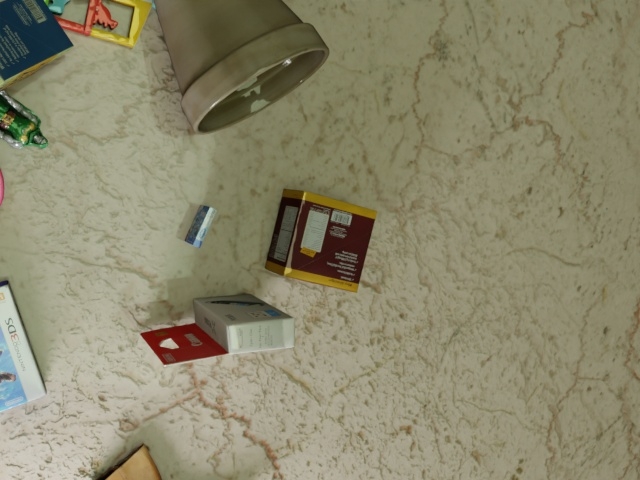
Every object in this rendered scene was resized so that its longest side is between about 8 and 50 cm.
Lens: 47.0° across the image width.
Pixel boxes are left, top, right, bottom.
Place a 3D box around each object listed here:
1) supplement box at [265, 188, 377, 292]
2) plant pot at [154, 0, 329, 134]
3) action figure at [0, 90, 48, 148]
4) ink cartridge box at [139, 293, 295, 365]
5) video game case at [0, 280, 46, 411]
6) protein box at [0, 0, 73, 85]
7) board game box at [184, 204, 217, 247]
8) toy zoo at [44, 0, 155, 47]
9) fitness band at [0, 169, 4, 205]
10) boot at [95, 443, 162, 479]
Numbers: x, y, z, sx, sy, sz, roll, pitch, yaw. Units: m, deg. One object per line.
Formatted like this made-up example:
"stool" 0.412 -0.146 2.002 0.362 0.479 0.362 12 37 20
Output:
"supplement box" 0.000 0.000 1.693 0.191 0.129 0.194 14 90 -24
"plant pot" -0.185 -0.418 1.497 0.323 0.323 0.281 -30 90 -17
"action figure" -0.635 -0.251 1.434 0.232 0.063 0.137 34 79 -26
"ink cartridge box" -0.223 0.176 1.526 0.261 0.296 0.066 -5 97 -23
"video game case" -0.713 0.237 1.452 0.269 0.061 0.245 -19 102 -20
"protein box" -0.604 -0.381 1.335 0.200 0.135 0.201 59 34 -18
"board game box" -0.261 -0.032 1.599 0.020 0.090 0.090 26 85 -22
"toy zoo" -0.460 -0.513 1.492 0.293 0.030 0.193 12 91 -24
"fitness band" -0.756 -0.116 1.398 0.290 0.054 0.209 14 91 -23
"boot" -0.333 0.572 1.658 0.264 0.096 0.281 -32 100 -9
